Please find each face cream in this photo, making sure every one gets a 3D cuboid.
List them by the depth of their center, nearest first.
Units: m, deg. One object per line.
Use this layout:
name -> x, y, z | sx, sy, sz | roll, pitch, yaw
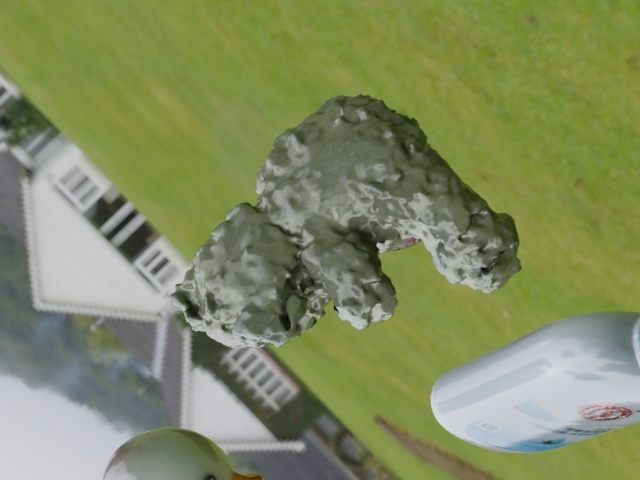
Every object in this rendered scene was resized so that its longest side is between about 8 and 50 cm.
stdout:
face cream -> 0.247, 0.118, 1.141 | 0.163, 0.080, 0.336 | 16, 153, -25

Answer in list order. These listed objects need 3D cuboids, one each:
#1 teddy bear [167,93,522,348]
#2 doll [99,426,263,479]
teddy bear -> 0.000, 0.000, 1.494 | 0.224, 0.367, 0.357 | 50, -179, -36
doll -> -0.160, 0.292, 1.229 | 0.221, 0.251, 0.221 | 62, -169, -22
